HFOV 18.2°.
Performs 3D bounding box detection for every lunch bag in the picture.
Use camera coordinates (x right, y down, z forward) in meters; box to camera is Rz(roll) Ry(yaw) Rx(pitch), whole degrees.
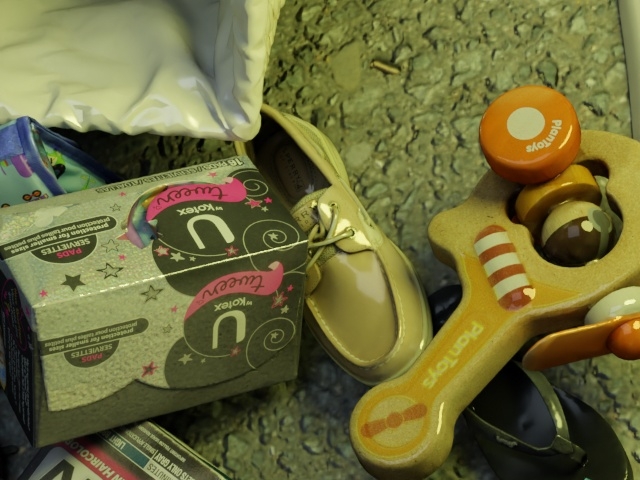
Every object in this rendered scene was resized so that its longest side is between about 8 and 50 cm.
[{"bbox_3d":[-0.294,0.003,1.775,0.221,0.293,0.138,-20,61,13],"label":"lunch bag"}]

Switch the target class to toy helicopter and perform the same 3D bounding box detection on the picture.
[{"bbox_3d":[0.165,0.062,1.623,0.235,0.140,0.355,34,76,29],"label":"toy helicopter"}]

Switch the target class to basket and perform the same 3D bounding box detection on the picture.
[{"bbox_3d":[-0.196,-0.293,1.745,0.331,0.328,0.266,4,31,4],"label":"basket"}]

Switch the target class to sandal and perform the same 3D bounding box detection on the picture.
[{"bbox_3d":[0.156,0.135,1.661,0.097,0.054,0.254,-43,58,0],"label":"sandal"}]

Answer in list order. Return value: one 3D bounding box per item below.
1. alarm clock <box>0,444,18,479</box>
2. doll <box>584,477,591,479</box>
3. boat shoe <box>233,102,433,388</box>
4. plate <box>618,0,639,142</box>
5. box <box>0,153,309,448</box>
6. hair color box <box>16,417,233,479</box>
[{"bbox_3d":[-0.373,0.223,1.843,0.192,0.064,0.129,-26,60,8],"label":"alarm clock"},{"bbox_3d":[0.211,0.255,1.578,0.189,0.046,0.129,-30,79,15],"label":"doll"},{"bbox_3d":[0.000,0.000,1.752,0.109,0.098,0.302,-36,54,14],"label":"boat shoe"},{"bbox_3d":[0.393,-0.149,1.698,0.278,0.045,0.277,-10,64,19],"label":"plate"},{"bbox_3d":[-0.150,0.048,1.695,0.247,0.163,0.142,-14,42,-23],"label":"box"},{"bbox_3d":[-0.221,0.314,1.712,0.174,0.105,0.347,32,83,32],"label":"hair color box"}]
